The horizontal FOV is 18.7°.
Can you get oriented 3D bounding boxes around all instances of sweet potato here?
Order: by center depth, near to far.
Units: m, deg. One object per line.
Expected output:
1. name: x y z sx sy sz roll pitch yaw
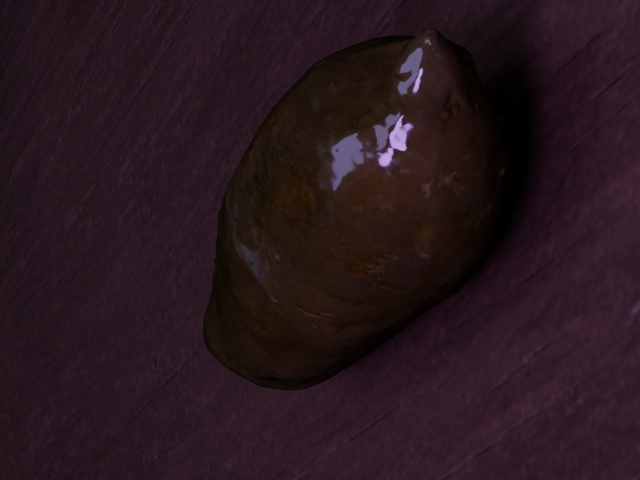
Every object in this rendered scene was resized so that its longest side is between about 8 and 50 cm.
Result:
1. sweet potato: 0.000 0.006 1.009 0.422 0.131 0.130 127 138 -68
